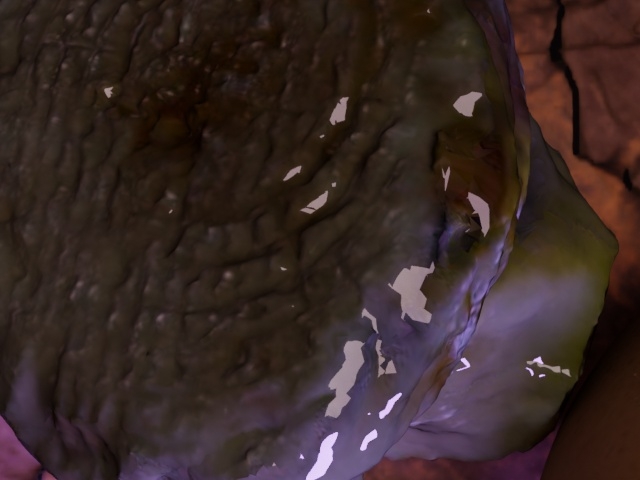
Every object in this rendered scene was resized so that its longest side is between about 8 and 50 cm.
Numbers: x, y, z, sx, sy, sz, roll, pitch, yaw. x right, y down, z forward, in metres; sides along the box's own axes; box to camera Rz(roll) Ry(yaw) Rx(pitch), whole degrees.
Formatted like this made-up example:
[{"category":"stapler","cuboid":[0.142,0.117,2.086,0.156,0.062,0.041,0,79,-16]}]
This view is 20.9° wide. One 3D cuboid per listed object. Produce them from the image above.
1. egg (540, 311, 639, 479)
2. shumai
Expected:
[{"category":"egg","cuboid":[0.242,0.124,0.842,0.322,0.250,0.250,-27,102,-32]},{"category":"shumai","cuboid":[0.000,0.000,0.832,0.263,0.304,0.309,36,81,-50]}]
